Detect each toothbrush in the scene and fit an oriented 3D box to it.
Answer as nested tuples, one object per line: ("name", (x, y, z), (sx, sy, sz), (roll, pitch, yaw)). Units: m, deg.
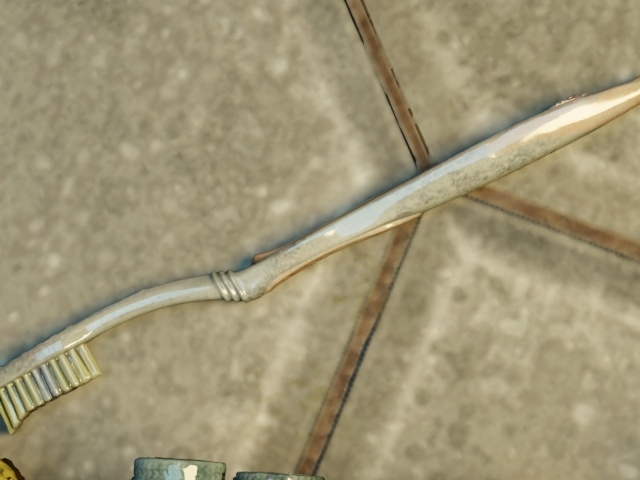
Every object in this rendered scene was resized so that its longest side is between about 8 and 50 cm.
("toothbrush", (0.000, 0.000, 0.955), (0.375, 0.028, 0.037), (-27, 84, 3))

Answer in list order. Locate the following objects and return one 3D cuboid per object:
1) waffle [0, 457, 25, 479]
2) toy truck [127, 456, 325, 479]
("waffle", (-0.212, 0.186, 0.804), (0.307, 0.060, 0.312), (-26, 43, 20))
("toy truck", (-0.001, 0.160, 0.882), (0.257, 0.140, 0.108), (3, 81, -3))
